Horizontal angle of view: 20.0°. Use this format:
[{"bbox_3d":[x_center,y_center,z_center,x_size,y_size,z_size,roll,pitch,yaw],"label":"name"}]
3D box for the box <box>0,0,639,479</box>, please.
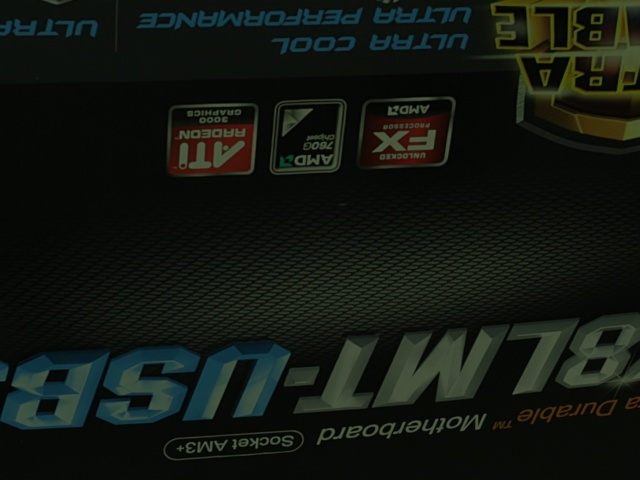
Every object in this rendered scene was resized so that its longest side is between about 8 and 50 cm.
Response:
[{"bbox_3d":[0.000,0.000,0.541,0.295,0.073,0.293,-2,125,-14],"label":"box"}]
